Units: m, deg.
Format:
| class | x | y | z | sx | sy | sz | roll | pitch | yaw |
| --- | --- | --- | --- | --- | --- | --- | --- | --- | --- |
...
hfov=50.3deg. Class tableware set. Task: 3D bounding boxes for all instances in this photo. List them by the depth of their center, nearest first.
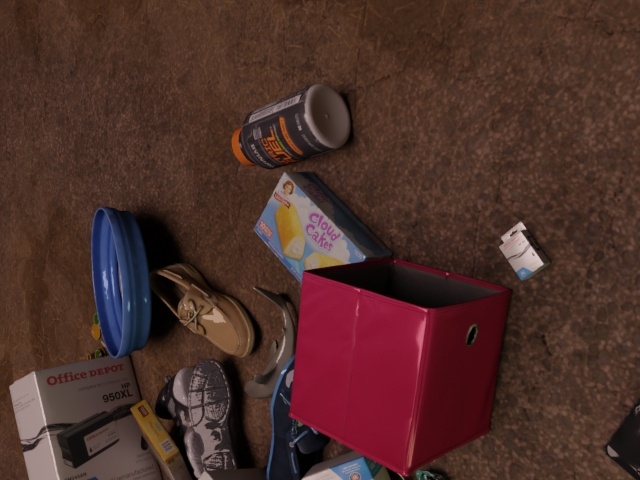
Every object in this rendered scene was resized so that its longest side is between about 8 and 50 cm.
| class | x | y | z | sx | sy | sz | roll | pitch | yaw |
| --- | --- | --- | --- | --- | --- | --- | --- | --- | --- |
| tableware set | -0.660 | 0.296 | 2.013 | 0.104 | 0.024 | 0.154 | 37 | 117 | 35 |

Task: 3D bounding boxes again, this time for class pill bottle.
| class | x | y | z | sx | sy | sz | roll | pitch | yaw |
| --- | --- | --- | --- | --- | --- | --- | --- | --- | --- |
| pill bottle | -0.069 | -0.217 | 1.365 | 0.246 | 0.131 | 0.130 | -12 | 85 | 43 |

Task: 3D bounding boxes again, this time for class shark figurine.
| class | x | y | z | sx | sy | sz | roll | pitch | yaw |
| --- | --- | --- | --- | --- | --- | --- | --- | --- | --- |
| shark figurine | -0.102 | 0.246 | 1.443 | 0.166 | 0.116 | 0.278 | 27 | 113 | 37 |

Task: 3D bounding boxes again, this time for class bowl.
| class | x | y | z | sx | sy | sz | roll | pitch | yaw |
| --- | --- | --- | --- | --- | --- | --- | --- | --- | --- |
| bowl | -0.518 | 0.105 | 1.760 | 0.391 | 0.077 | 0.390 | 17 | 110 | 60 |

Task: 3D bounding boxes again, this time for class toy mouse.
| class | x | y | z | sx | sy | sz | roll | pitch | yaw |
| --- | --- | --- | --- | --- | --- | --- | --- | --- | --- |
| toy mouse | 0.206 | 0.470 | 1.230 | 0.143 | 0.031 | 0.160 | -25 | 77 | 41 |

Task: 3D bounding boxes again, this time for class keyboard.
| class | x | y | z | sx | sy | sz | roll | pitch | yaw |
| --- | --- | --- | --- | --- | --- | --- | --- | --- | --- |
| keyboard | 0.491 | 0.270 | 0.963 | 0.108 | 0.023 | 0.180 | 42 | 121 | 39 |

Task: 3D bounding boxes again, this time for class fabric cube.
| class | x | y | z | sx | sy | sz | roll | pitch | yaw |
| --- | --- | --- | --- | --- | --- | --- | --- | --- | --- |
| fabric cube | 0.130 | 0.187 | 1.128 | 0.259 | 0.254 | 0.258 | 14 | 102 | 41 |

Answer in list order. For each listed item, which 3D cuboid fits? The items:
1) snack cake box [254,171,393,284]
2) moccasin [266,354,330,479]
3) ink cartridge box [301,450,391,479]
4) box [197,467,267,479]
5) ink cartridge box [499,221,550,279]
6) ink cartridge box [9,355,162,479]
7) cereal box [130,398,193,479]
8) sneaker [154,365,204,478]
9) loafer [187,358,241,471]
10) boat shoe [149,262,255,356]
| class | x | y | z | sx | sy | sz | roll | pitch | yaw |
| --- | --- | --- | --- | --- | --- | --- | --- | --- | --- |
| snack cake box | 0.000 | 0.000 | 1.345 | 0.264 | 0.089 | 0.152 | 47 | 123 | 30 |
| moccasin | -0.023 | 0.384 | 1.387 | 0.117 | 0.138 | 0.341 | 24 | 123 | 34 |
| ink cartridge box | 0.072 | 0.501 | 1.278 | 0.140 | 0.082 | 0.190 | -27 | 83 | 19 |
| box | -0.231 | 0.676 | 1.450 | 0.168 | 0.215 | 0.345 | 39 | 98 | 33 |
| ink cartridge box | 0.322 | 0.016 | 1.092 | 0.048 | 0.028 | 0.083 | -45 | 63 | 34 |
| ink cartridge box | -0.623 | 0.524 | 1.818 | 0.166 | 0.286 | 0.394 | -29 | 74 | 39 |
| cereal box | -0.386 | 0.519 | 1.686 | 0.173 | 0.047 | 0.240 | 42 | 152 | 33 |
| sneaker | -0.324 | 0.449 | 1.673 | 0.153 | 0.101 | 0.268 | -23 | 77 | 47 |
| loafer | -0.240 | 0.428 | 1.596 | 0.109 | 0.095 | 0.302 | -10 | 82 | 7 |
| boat shoe | -0.287 | 0.168 | 1.604 | 0.341 | 0.110 | 0.121 | 33 | 114 | 36 |
